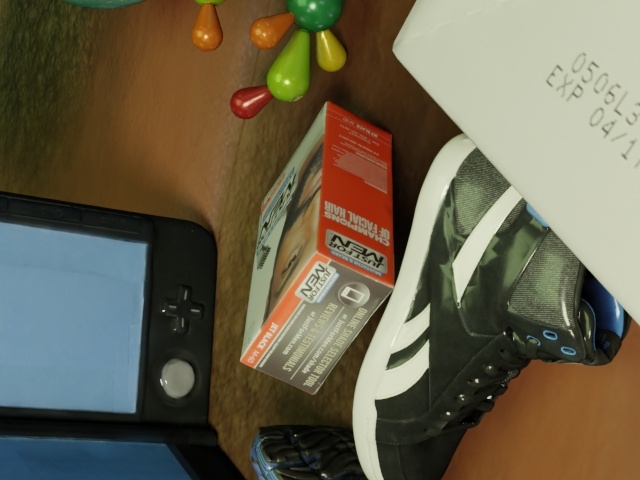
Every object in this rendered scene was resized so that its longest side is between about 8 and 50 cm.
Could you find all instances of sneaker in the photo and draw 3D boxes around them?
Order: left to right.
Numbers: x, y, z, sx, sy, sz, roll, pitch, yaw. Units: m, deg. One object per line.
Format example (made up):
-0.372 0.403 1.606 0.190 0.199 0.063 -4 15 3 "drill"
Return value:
0.011 0.191 0.786 0.221 0.083 0.087 55 131 45 "sneaker"
0.093 0.063 0.702 0.121 0.079 0.216 28 116 37 "sneaker"

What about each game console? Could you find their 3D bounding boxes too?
-0.158 0.089 0.852 0.173 0.293 0.250 -7 77 51 "game console"

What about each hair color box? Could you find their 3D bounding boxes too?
0.000 0.000 0.802 0.093 0.053 0.167 -55 18 30 "hair color box"

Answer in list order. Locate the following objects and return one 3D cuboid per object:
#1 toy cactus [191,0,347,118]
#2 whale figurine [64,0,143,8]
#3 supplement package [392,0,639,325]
-0.006 -0.201 0.890 0.180 0.112 0.219 -14 69 32 "toy cactus"
-0.124 -0.291 1.045 0.272 0.141 0.216 -32 55 17 "whale figurine"
0.207 -0.059 0.389 0.177 0.293 0.175 54 126 43 "supplement package"
